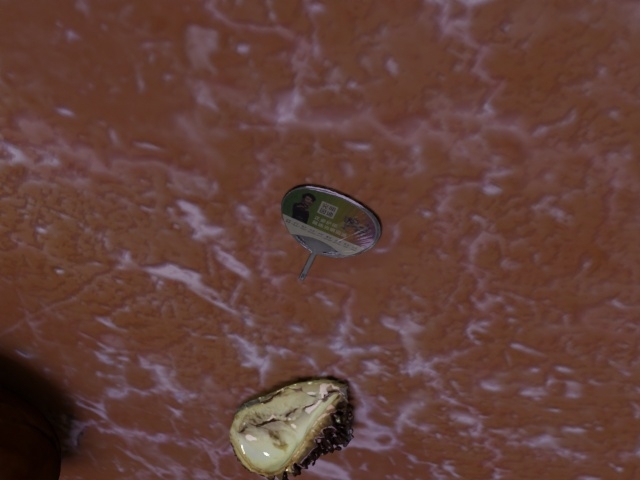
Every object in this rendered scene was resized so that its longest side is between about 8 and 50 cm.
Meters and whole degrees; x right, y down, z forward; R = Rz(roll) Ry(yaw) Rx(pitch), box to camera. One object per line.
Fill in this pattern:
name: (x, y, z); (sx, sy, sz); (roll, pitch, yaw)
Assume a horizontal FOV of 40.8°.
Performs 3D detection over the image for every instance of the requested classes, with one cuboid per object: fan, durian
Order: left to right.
durian: (-0.017, 0.142, 0.653); (0.130, 0.052, 0.066); (-30, 79, 35)
fan: (-0.004, -0.007, 0.517); (0.080, 0.003, 0.060); (-28, 119, 37)

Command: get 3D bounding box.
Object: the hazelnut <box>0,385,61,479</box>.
hazelnut: (-0.324, 0.211, 0.719); (0.229, 0.229, 0.229); (10, 135, 10)
